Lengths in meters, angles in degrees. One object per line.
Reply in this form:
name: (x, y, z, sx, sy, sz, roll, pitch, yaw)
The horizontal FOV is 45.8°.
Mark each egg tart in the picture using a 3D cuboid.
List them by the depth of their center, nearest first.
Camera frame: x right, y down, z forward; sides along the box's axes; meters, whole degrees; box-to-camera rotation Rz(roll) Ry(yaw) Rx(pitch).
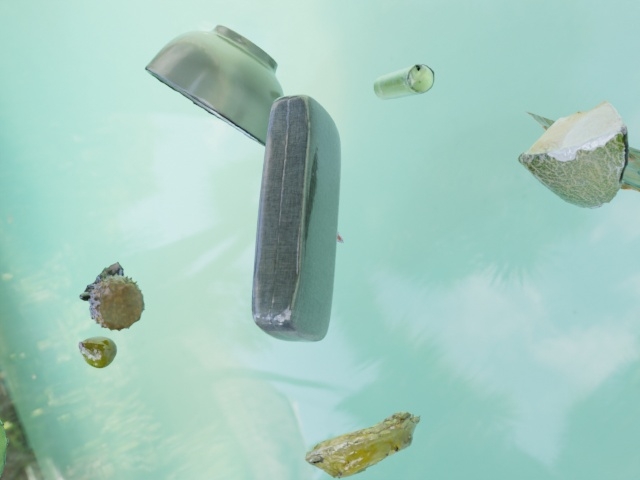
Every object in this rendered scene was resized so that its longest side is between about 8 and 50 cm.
egg tart: (0.100, 0.456, 1.667, 0.095, 0.278, 0.279, 68, 153, 16)

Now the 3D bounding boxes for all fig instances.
fig: (-0.506, 0.249, 1.711, 0.074, 0.088, 0.074, -33, 46, 41)

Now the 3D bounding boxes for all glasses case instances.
glasses case: (-0.028, -0.028, 1.005, 0.131, 0.074, 0.323, 43, -132, -63)

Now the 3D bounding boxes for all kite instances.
kite: (0.507, -0.124, 1.258, 0.377, 0.013, 0.327, 31, -177, 5)

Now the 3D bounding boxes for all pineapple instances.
pineapple: (-0.423, 0.113, 1.537, 0.237, 0.119, 0.111, 12, 115, 65)

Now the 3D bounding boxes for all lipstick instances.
lipstick: (0.212, -0.410, 1.971, 0.304, 0.076, 0.076, -149, 43, -75)

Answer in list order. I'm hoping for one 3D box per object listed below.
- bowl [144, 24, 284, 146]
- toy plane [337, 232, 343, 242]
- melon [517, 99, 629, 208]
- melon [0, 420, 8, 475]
bowl: (-0.222, -0.387, 1.805, 0.354, 0.354, 0.185, 34, 92, 48)
toy plane: (0.001, 0.001, 2.070, 0.197, 0.053, 0.078, -3, 125, 54)
melon: (0.342, -0.114, 1.041, 0.202, 0.139, 0.093, 83, -169, -58)
melon: (-0.557, 0.306, 1.191, 0.064, 0.118, 0.210, -9, 113, 38)
